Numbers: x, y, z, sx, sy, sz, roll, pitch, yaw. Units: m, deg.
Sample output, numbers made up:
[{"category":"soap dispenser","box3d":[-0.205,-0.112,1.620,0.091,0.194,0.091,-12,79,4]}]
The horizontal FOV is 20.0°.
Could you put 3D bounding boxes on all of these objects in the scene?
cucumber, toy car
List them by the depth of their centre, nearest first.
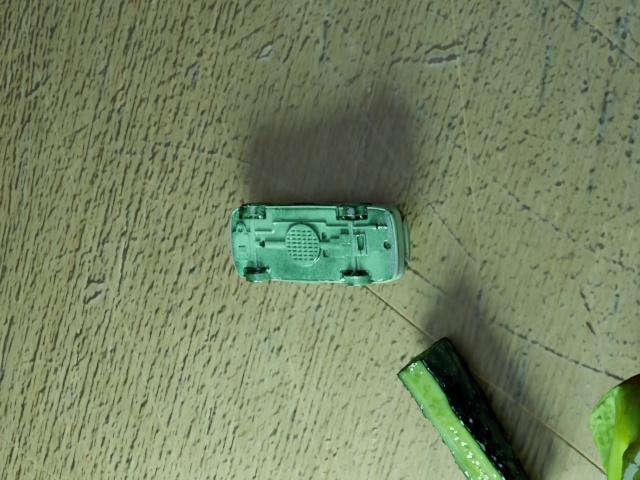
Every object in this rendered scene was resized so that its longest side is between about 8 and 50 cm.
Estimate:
[{"category":"cucumber","box3d":[0.175,0.209,2.000,0.211,0.062,0.078,54,150,3]},{"category":"toy car","box3d":[0.000,0.000,2.039,0.224,0.076,0.090,1,100,34]}]

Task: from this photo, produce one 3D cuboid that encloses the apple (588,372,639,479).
[{"category":"apple","box3d":[0.365,0.243,1.813,0.246,0.226,0.246,3,97,26]}]
